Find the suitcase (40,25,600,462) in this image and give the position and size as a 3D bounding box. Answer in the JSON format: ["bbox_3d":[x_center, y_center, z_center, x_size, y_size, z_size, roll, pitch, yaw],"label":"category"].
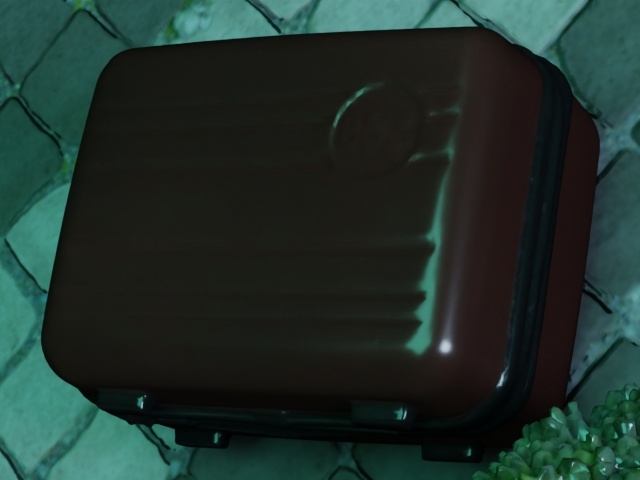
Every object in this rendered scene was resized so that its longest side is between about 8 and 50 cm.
[{"bbox_3d":[0.000,0.000,1.107,0.297,0.161,0.236,0,71,33],"label":"suitcase"}]

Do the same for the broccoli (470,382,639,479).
[{"bbox_3d":[0.223,0.191,0.863,0.375,0.302,0.249,9,51,8],"label":"broccoli"}]
